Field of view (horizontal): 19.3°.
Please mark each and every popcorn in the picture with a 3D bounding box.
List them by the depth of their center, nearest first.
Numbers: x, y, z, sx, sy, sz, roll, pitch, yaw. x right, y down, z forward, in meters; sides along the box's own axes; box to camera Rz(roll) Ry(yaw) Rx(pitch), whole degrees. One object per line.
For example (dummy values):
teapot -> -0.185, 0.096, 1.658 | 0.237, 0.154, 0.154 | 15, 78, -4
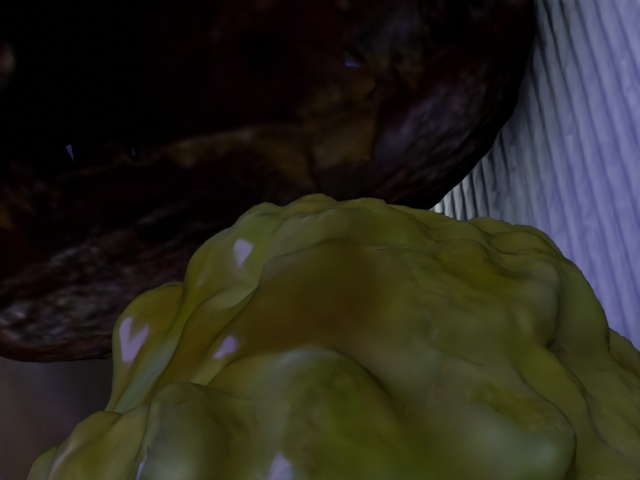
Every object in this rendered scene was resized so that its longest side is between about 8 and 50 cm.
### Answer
popcorn -> 0.003, 0.106, 0.479 | 0.255, 0.195, 0.256 | 141, 143, -59

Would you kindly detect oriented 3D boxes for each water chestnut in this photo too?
water chestnut -> -0.055, -0.066, 0.835 | 0.335, 0.347, 0.335 | -25, 27, 14

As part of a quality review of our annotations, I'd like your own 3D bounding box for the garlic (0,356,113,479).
garlic -> -0.138, 0.110, 0.993 | 0.246, 0.340, 0.231 | -31, -18, -38
